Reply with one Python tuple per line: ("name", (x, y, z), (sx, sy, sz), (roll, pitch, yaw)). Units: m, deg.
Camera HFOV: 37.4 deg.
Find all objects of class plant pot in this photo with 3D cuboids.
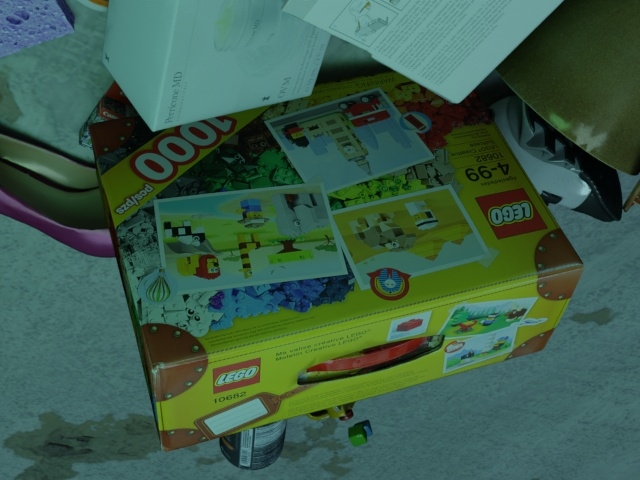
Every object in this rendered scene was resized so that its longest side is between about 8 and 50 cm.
("plant pot", (0.388, -0.250, 1.175), (0.237, 0.237, 0.254), (23, 119, -31))

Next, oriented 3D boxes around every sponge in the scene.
("sponge", (-0.384, -0.311, 1.092), (0.117, 0.031, 0.210), (-16, 139, 8))

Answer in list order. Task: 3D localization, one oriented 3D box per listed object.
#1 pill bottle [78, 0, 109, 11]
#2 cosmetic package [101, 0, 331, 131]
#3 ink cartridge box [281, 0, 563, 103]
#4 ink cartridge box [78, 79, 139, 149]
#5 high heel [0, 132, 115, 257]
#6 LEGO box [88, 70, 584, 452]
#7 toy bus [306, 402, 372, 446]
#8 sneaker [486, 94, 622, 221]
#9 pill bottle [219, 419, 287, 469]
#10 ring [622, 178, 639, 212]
("pill bottle", (-0.224, -0.335, 1.051), (0.086, 0.086, 0.152), (21, 131, -30))
("cosmetic package", (-0.105, -0.264, 1.051), (0.225, 0.138, 0.224), (-18, 147, -32))
("ink cartridge box", (0.143, -0.305, 0.981), (0.261, 0.066, 0.296), (22, 130, -31))
("ink cartridge box", (-0.275, -0.164, 1.282), (0.063, 0.029, 0.115), (21, 131, -30))
("high heel", (-0.348, -0.074, 1.291), (0.377, 0.127, 0.181), (3, 149, -9))
("LEGO box", (0.000, 0.000, 1.182), (0.500, 0.372, 0.193), (-13, 144, -15))
("toy bus", (0.004, 0.274, 1.714), (0.104, 0.191, 0.202), (-21, 138, 14))
("sneaker", (0.329, -0.114, 1.402), (0.146, 0.122, 0.331), (-19, 143, 39))
("pill bottle", (-0.125, 0.322, 1.794), (0.131, 0.130, 0.245), (-1, 138, -9))
("ring", (0.490, -0.177, 1.217), (0.032, 0.336, 0.336), (33, 138, 14))
